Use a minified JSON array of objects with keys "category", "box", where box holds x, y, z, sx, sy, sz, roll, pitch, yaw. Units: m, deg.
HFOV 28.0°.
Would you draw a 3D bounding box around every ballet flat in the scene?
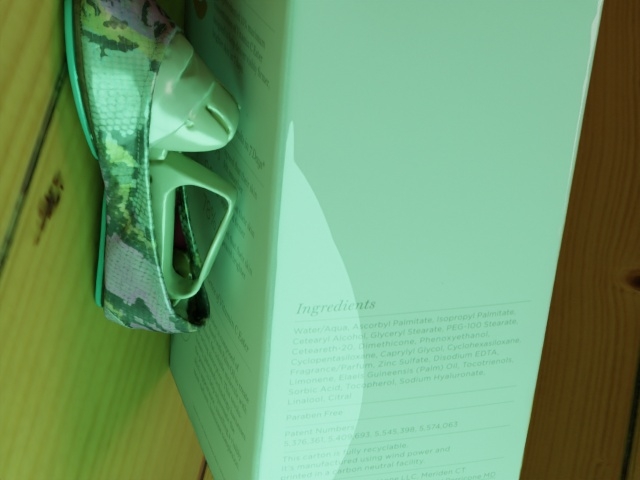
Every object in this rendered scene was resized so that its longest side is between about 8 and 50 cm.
[{"category":"ballet flat","box":[-0.081,-0.040,0.662,0.077,0.079,0.221,-65,162,-51]}]

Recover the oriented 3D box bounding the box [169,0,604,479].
[{"category":"box","box":[0.019,-0.024,0.753,0.215,0.168,0.345,-125,-144,-58]}]
